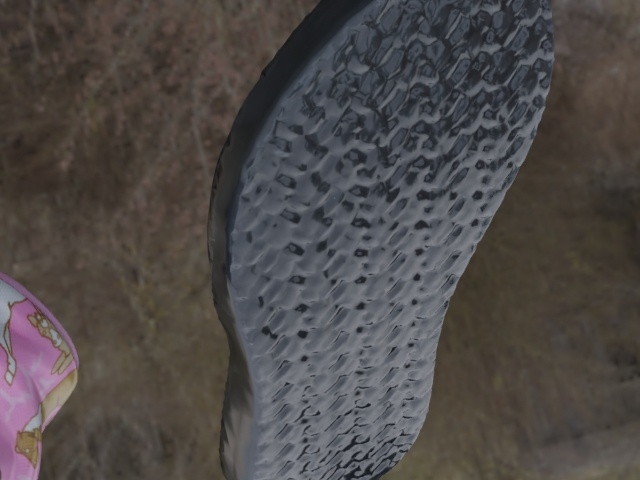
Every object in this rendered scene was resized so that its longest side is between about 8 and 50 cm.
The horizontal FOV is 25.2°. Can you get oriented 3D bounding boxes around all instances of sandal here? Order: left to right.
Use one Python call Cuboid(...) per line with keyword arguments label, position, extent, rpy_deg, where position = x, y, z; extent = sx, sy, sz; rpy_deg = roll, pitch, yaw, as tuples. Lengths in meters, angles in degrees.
Cuboid(label="sandal", position=(-0.002, 0.002, 0.762), extent=(0.167, 0.107, 0.446), rpy_deg=(-20, 146, -26))

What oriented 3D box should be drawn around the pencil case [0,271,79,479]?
Cuboid(label="pencil case", position=(-0.223, 0.184, 0.645), extent=(0.160, 0.386, 0.167), rpy_deg=(11, 147, -4))
